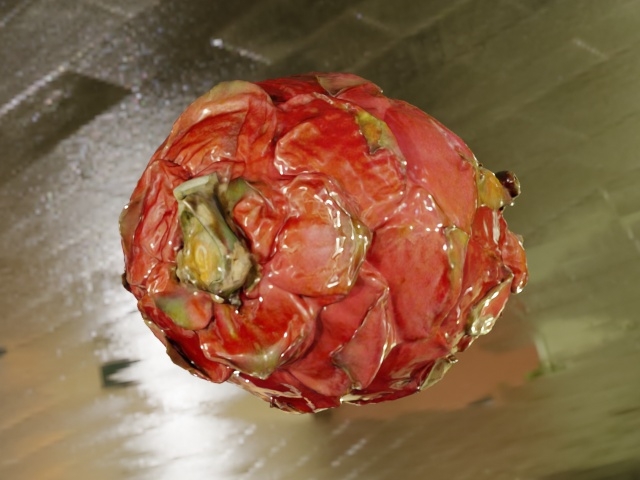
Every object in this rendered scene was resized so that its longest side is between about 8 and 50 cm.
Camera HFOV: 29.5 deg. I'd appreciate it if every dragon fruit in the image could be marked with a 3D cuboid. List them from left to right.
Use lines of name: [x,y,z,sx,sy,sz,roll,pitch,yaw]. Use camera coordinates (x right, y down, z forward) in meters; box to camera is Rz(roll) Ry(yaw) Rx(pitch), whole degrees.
dragon fruit: [0.000,0.000,0.958,0.277,0.277,0.343,-27,162,34]
